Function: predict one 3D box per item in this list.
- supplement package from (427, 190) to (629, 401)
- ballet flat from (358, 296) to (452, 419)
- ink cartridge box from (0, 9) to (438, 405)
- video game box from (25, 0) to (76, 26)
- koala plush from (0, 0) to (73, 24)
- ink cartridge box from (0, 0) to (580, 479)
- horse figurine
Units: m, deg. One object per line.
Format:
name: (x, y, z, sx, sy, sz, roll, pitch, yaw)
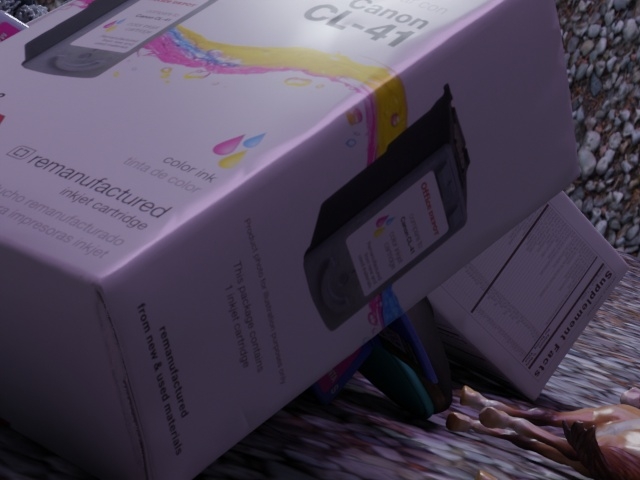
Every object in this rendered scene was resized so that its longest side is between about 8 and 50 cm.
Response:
supplement package: (0.094, -0.010, 1.493, 0.244, 0.139, 0.134, 44, -11, -36)
ballet flat: (0.000, 0.000, 1.317, 0.280, 0.096, 0.095, 38, -22, 18)
ink cartridge box: (-0.079, -0.009, 1.208, 0.311, 0.065, 0.186, 29, -19, 29)
video game box: (-0.226, -0.125, 1.625, 0.048, 0.205, 0.187, 64, 0, 12)
koala plush: (-0.247, -0.115, 1.872, 0.196, 0.203, 0.221, 21, -14, 37)
ink cartridge box: (-0.057, -0.036, 0.973, 0.226, 0.131, 0.306, 20, 46, 40)
horse figurine: (0.172, 0.127, 1.183, 0.174, 0.066, 0.263, 11, 4, -3)
